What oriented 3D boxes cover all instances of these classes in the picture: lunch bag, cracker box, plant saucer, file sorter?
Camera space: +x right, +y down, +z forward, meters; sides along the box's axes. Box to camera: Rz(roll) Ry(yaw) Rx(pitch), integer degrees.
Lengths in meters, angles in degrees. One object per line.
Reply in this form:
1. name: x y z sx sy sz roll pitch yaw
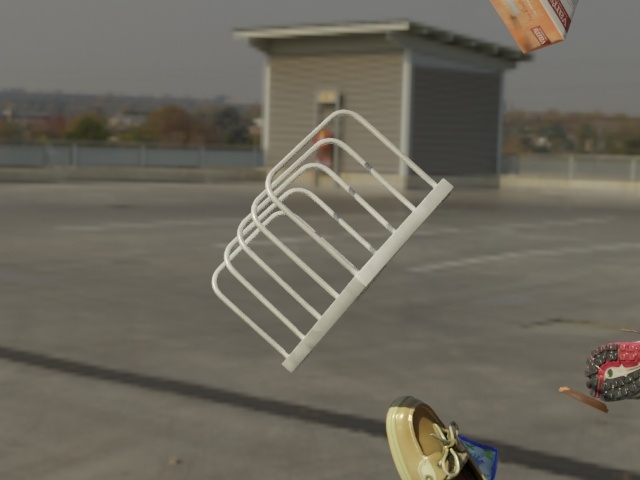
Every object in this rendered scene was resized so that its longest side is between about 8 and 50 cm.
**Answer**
1. lunch bag: 0.212 0.406 1.892 0.096 0.129 0.151 19 44 -5
2. cracker box: 0.281 -0.379 1.562 0.067 0.156 0.232 -13 39 39
3. plant saucer: 0.419 0.251 1.901 0.083 0.013 0.083 26 -2 1
4. file sorter: 0.000 0.000 1.508 0.193 0.173 0.278 -46 -5 -33

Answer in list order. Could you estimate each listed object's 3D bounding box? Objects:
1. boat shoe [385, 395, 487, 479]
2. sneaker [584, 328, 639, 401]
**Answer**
1. boat shoe: 0.189 0.330 1.637 0.089 0.285 0.104 -19 19 43
2. sneaker: 0.562 0.188 1.901 0.112 0.121 0.299 6 -15 -34
